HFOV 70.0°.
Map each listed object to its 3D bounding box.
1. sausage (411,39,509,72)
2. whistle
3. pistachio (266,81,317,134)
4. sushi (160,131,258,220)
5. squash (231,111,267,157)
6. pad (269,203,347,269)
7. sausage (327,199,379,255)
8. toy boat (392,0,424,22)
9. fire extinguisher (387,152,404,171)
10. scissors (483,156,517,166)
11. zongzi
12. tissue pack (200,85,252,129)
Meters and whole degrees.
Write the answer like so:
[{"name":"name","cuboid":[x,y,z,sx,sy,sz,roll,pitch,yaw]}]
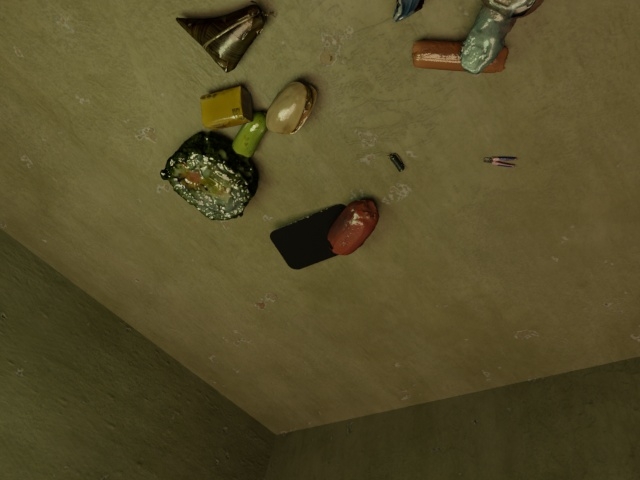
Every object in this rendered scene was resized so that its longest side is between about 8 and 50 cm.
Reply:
[{"name":"sausage","cuboid":[0.425,-0.565,1.403,0.290,0.086,0.086,6,131,7]},{"name":"whistle","cuboid":[0.499,-0.636,1.264,0.189,0.189,0.347,19,128,-3]},{"name":"pistachio","cuboid":[-0.107,-0.458,1.599,0.144,0.143,0.215,35,119,-16]},{"name":"sushi","cuboid":[-0.416,-0.253,1.813,0.352,0.178,0.294,42,128,-21]},{"name":"squash","cuboid":[-0.257,-0.407,1.709,0.095,0.095,0.188,30,127,-12]},{"name":"pad","cuboid":[0.000,0.001,2.038,0.376,0.063,0.314,-20,122,15]},{"name":"sausage","cuboid":[0.130,-0.052,1.869,0.152,0.152,0.279,29,128,-11]},{"name":"toy boat","cuboid":[0.221,-0.763,1.251,0.143,0.129,0.308,-4,129,-2]},{"name":"fire extinguisher","cuboid":[0.284,-0.297,1.710,0.038,0.025,0.083,-45,114,-2]},{"name":"scissors","cuboid":[0.643,-0.284,1.640,0.114,0.012,0.039,7,131,8]},{"name":"zongzi","cuboid":[-0.313,-0.706,1.456,0.241,0.111,0.248,42,122,-14]},{"name":"tissue pack","cuboid":[-0.338,-0.472,1.640,0.170,0.082,0.119,-6,86,19]}]
